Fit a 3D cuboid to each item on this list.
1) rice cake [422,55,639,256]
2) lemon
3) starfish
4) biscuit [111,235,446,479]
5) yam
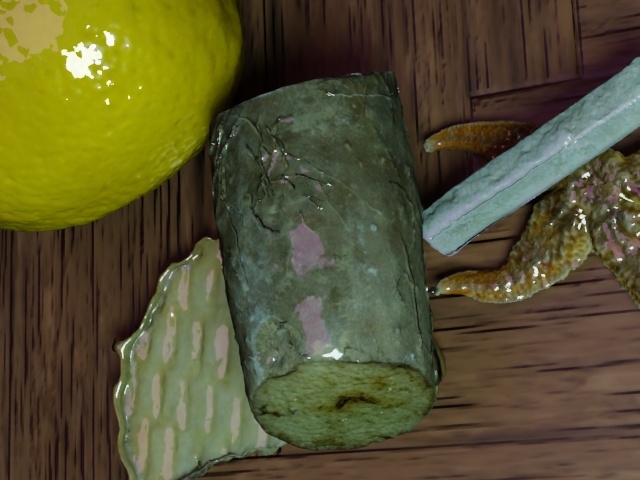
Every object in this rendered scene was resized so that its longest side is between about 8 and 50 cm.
[{"bbox_3d":[0.149,-0.055,0.874,0.207,0.033,0.033,-36,47,24],"label":"rice cake"},{"bbox_3d":[-0.196,-0.132,0.987,0.320,0.245,0.245,-34,67,15],"label":"lemon"},{"bbox_3d":[0.170,-0.006,0.896,0.247,0.050,0.138,13,83,38],"label":"starfish"},{"bbox_3d":[-0.044,0.074,0.989,0.273,0.036,0.187,-21,72,22],"label":"biscuit"},{"bbox_3d":[0.000,0.000,0.881,0.154,0.154,0.254,-15,67,23],"label":"yam"}]
